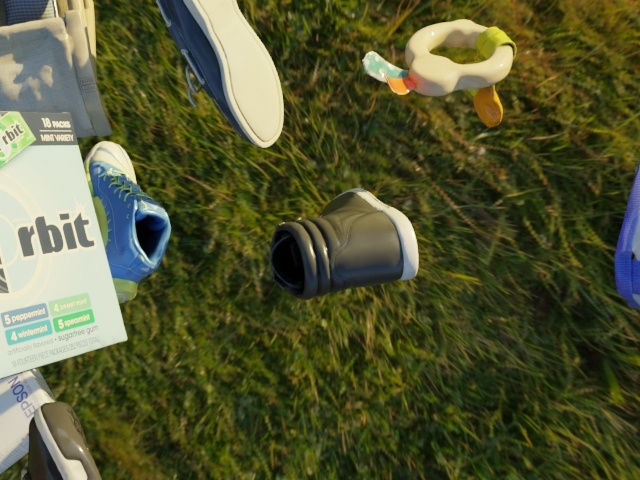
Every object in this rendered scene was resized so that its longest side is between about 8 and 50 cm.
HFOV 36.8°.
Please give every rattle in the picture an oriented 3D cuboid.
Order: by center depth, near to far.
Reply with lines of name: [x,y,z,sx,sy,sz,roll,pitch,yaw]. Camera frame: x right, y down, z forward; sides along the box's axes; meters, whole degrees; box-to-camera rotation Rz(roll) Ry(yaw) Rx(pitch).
rattle: [0.134,-0.174,1.139,0.130,0.142,0.200,41,55,16]

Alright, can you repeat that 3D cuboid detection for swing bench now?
swing bench: [-0.409,-0.243,1.186,0.253,0.165,0.254,-12,57,-5]

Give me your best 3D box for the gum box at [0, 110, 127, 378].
gum box: [-0.222,0.001,0.685,0.041,0.157,0.184,-14,90,27]

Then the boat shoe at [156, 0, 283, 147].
boat shoe: [-0.129,-0.225,1.174,0.079,0.095,0.254,-2,129,40]

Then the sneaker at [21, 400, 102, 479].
sneaker: [-0.191,0.220,0.649,0.097,0.084,0.234,-10,118,-23]

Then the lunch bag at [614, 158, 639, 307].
lunch bag: [0.505,-0.029,0.972,0.328,0.385,0.238,7,116,32]

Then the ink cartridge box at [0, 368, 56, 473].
ink cartridge box: [-0.458,0.216,1.208,0.224,0.045,0.223,-39,52,-7]

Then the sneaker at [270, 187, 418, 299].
sneaker: [0.000,0.000,1.162,0.147,0.296,0.104,-8,99,-14]

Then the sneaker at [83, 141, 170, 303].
sneaker: [-0.242,-0.041,1.248,0.126,0.091,0.240,-29,59,34]
